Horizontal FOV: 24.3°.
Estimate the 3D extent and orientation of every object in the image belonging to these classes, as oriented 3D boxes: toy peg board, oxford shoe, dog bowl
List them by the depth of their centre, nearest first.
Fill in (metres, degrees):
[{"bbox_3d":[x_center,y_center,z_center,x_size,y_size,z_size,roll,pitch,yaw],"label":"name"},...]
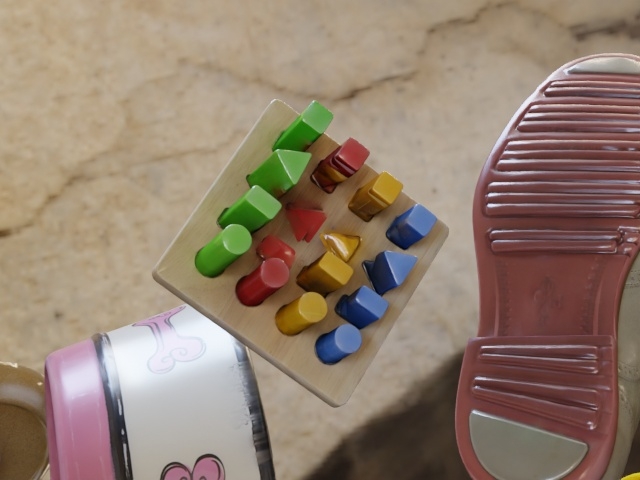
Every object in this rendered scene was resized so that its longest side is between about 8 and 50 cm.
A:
[{"bbox_3d":[0.164,0.033,0.977,0.130,0.123,0.348,62,-139,-51],"label":"oxford shoe"},{"bbox_3d":[0.000,0.000,1.013,0.161,0.160,0.079,-57,8,-23],"label":"toy peg board"},{"bbox_3d":[-0.133,0.250,1.187,0.408,0.150,0.408,175,90,-78],"label":"dog bowl"}]

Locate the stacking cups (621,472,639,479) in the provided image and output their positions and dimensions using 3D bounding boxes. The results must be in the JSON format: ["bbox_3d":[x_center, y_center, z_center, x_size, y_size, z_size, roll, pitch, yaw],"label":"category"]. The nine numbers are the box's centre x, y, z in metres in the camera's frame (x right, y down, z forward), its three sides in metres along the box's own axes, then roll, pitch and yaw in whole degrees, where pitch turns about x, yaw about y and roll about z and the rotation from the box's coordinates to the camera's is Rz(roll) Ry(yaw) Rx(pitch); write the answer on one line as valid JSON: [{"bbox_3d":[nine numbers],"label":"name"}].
[{"bbox_3d":[0.406,0.385,1.558,0.316,0.096,0.096,48,-167,-13],"label":"stacking cups"}]

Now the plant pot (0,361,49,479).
[{"bbox_3d":[-0.362,0.221,1.489,0.032,0.236,0.236,51,166,40],"label":"plant pot"}]
